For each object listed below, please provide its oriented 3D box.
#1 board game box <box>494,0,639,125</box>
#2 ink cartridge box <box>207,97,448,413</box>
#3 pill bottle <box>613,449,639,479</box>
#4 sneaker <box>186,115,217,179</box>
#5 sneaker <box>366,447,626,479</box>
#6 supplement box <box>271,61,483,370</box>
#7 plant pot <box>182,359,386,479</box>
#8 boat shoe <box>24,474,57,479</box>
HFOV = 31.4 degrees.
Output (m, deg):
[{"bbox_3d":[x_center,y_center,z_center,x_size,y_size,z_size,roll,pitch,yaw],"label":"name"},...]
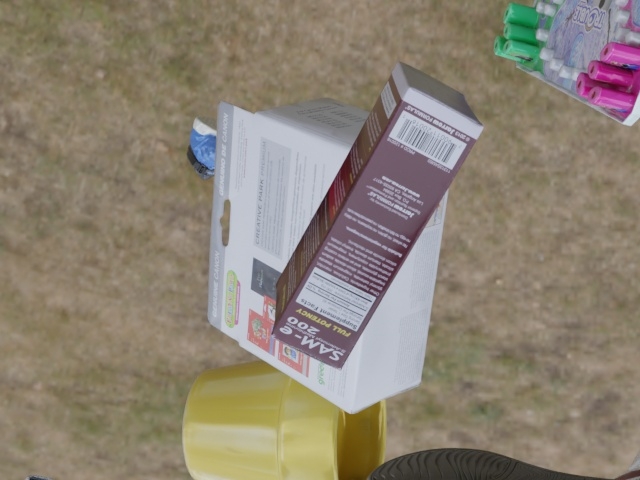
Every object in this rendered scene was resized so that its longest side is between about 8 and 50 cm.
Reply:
[{"bbox_3d":[0.308,-0.348,1.209,0.050,0.390,0.390,14,105,-11],"label":"board game box"},{"bbox_3d":[0.000,0.000,1.353,0.272,0.130,0.309,26,120,40],"label":"ink cartridge box"},{"bbox_3d":[0.359,0.373,1.184,0.224,0.392,0.224,14,119,27],"label":"pill bottle"},{"bbox_3d":[-0.150,-0.125,1.774,0.152,0.058,0.085,33,116,28],"label":"sneaker"},{"bbox_3d":[0.134,0.216,0.761,0.222,0.083,0.118,6,111,26],"label":"sneaker"},{"bbox_3d":[0.043,-0.024,0.975,0.073,0.130,0.239,27,107,-9],"label":"supplement box"},{"bbox_3d":[-0.053,0.263,1.586,0.239,0.254,0.254,1,147,18],"label":"plant pot"},{"bbox_3d":[-0.361,0.391,1.690,0.184,0.066,0.063,24,113,-17],"label":"boat shoe"}]
